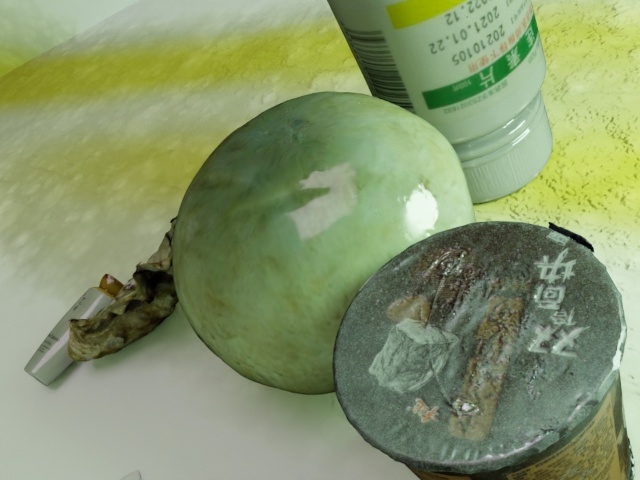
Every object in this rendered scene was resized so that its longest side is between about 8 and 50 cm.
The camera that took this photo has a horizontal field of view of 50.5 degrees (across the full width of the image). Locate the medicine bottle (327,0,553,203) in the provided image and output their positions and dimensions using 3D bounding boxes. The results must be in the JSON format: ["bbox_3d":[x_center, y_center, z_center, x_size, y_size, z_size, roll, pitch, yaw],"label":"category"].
[{"bbox_3d":[0.152,-0.220,0.803,0.208,0.340,0.208,-19,40,17],"label":"medicine bottle"}]

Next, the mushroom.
[{"bbox_3d":[0.000,0.000,0.744,0.352,0.260,0.352,-17,49,21],"label":"mushroom"}]

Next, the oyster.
[{"bbox_3d":[-0.233,0.066,0.903,0.294,0.094,0.166,-39,6,46],"label":"oyster"}]

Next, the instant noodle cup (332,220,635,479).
[{"bbox_3d":[0.147,0.128,0.549,0.217,0.207,0.217,-19,40,17],"label":"instant noodle cup"}]

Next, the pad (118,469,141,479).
[{"bbox_3d":[-0.243,0.371,0.717,0.156,0.004,0.232,-31,39,1],"label":"pad"}]

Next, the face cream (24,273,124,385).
[{"bbox_3d":[-0.361,0.131,1.011,0.072,0.051,0.182,9,54,44],"label":"face cream"}]
